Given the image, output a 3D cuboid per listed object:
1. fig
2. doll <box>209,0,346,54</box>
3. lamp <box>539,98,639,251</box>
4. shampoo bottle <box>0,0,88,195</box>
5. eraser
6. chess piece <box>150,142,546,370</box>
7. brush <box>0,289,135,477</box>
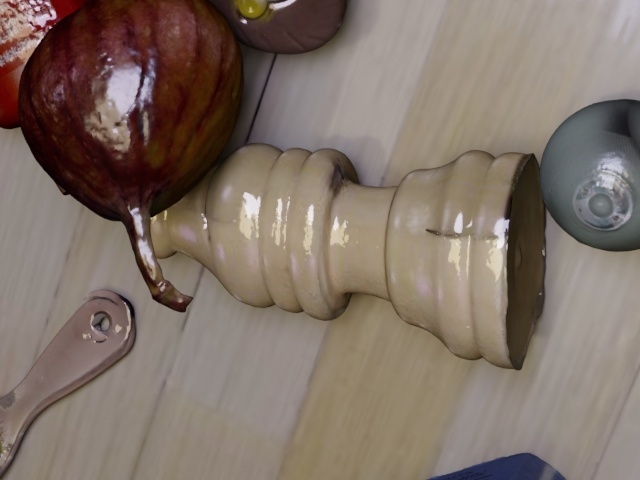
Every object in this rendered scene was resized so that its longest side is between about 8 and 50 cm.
[{"bbox_3d":[-0.137,-0.078,1.063,0.149,0.148,0.202,6,61,41],"label":"fig"},{"bbox_3d":[-0.013,-0.217,1.094,0.188,0.096,0.145,-38,93,10],"label":"doll"},{"bbox_3d":[0.199,-0.043,1.043,0.105,0.105,0.105,3,99,18],"label":"lamp"},{"bbox_3d":[-0.239,-0.187,1.177,0.118,0.076,0.314,-30,89,9],"label":"shampoo bottle"},{"bbox_3d":[0.067,0.205,1.137,0.225,0.082,0.036,-20,94,20],"label":"eraser"},{"bbox_3d":[0.000,0.000,1.119,0.307,0.124,0.139,6,138,21],"label":"chess piece"},{"bbox_3d":[-0.263,0.151,1.248,0.313,0.067,0.072,-41,84,17],"label":"brush"}]
